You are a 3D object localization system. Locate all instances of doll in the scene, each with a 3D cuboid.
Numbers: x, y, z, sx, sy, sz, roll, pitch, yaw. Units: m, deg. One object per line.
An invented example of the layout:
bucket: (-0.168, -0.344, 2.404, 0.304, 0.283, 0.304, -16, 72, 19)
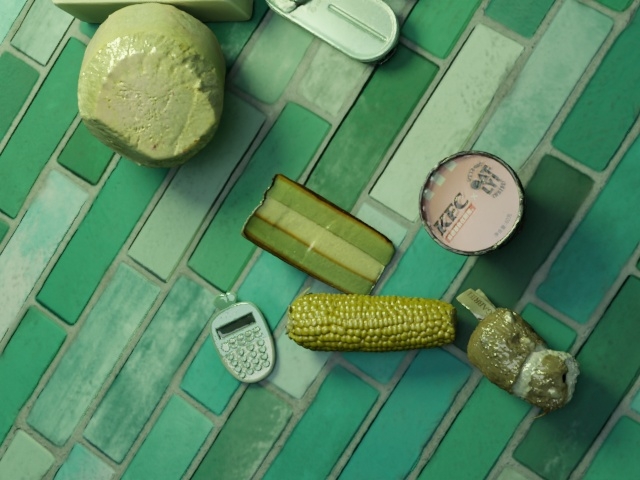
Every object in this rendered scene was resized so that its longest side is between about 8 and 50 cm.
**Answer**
doll: (0.276, 0.157, 1.654, 0.221, 0.105, 0.115, 45, 104, 13)

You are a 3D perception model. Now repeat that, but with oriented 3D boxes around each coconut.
coconut: (-0.263, -0.248, 1.792, 0.239, 0.244, 0.239, -3, 116, -7)

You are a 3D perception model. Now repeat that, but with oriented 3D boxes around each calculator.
calculator: (-0.125, 0.152, 1.814, 0.095, 0.021, 0.153, -26, 78, 12)

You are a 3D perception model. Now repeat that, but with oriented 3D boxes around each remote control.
remote control: (0.017, -0.366, 1.811, 0.247, 0.052, 0.104, 35, 93, 17)

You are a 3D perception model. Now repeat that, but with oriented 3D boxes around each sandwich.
sandwich: (0.000, 0.000, 1.732, 0.187, 0.144, 0.117, 33, 96, 17)

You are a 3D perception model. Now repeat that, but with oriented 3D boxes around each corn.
corn: (0.076, 0.125, 1.724, 0.260, 0.091, 0.091, -1, 41, 16)

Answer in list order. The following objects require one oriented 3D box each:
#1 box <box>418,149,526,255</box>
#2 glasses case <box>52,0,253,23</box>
box: (0.233, -0.048, 1.675, 0.151, 0.135, 0.151, -2, 84, 19)
glasses case: (-0.272, -0.404, 1.856, 0.313, 0.131, 0.070, 3, 86, 17)
